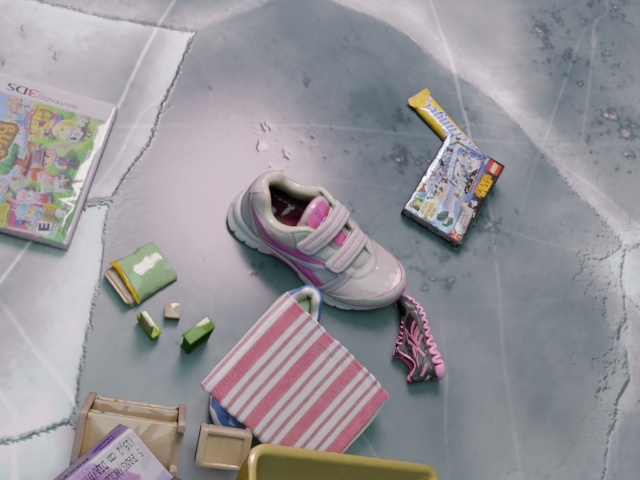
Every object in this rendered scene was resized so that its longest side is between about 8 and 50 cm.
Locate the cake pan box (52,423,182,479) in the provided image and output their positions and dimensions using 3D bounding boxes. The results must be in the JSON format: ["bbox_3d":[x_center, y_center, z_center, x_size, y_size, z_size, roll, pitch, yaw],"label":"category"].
[{"bbox_3d":[-0.206,0.349,0.751,0.267,0.070,0.245,-39,99,-23],"label":"cake pan box"}]

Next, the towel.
[{"bbox_3d":[-0.025,0.172,0.903,0.144,0.029,0.197,-47,111,-10],"label":"towel"}]

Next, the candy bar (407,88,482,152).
[{"bbox_3d":[0.195,-0.158,1.158,0.040,0.018,0.161,-37,80,-24],"label":"candy bar"}]

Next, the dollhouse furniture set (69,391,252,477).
[{"bbox_3d":[-0.183,0.267,0.867,0.182,0.101,0.160,11,90,-10],"label":"dollhouse furniture set"}]

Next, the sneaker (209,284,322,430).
[{"bbox_3d":[-0.065,0.136,0.936,0.080,0.081,0.211,31,66,-2],"label":"sneaker"}]

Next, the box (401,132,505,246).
[{"bbox_3d":[0.187,-0.072,1.104,0.094,0.027,0.137,32,74,2],"label":"box"}]

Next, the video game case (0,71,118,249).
[{"bbox_3d":[-0.382,-0.109,0.992,0.194,0.023,0.212,15,65,-7],"label":"video game case"}]

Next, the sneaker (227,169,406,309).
[{"bbox_3d":[0.000,0.000,0.992,0.252,0.111,0.103,29,64,-1],"label":"sneaker"}]

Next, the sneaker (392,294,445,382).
[{"bbox_3d":[0.115,0.128,1.009,0.057,0.047,0.119,-17,71,-8],"label":"sneaker"}]

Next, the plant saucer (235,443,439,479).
[{"bbox_3d":[0.016,0.389,0.782,0.333,0.081,0.332,24,55,-47],"label":"plant saucer"}]

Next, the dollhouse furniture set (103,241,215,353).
[{"bbox_3d":[-0.193,0.066,0.946,0.076,0.058,0.151,-34,79,-24],"label":"dollhouse furniture set"}]
